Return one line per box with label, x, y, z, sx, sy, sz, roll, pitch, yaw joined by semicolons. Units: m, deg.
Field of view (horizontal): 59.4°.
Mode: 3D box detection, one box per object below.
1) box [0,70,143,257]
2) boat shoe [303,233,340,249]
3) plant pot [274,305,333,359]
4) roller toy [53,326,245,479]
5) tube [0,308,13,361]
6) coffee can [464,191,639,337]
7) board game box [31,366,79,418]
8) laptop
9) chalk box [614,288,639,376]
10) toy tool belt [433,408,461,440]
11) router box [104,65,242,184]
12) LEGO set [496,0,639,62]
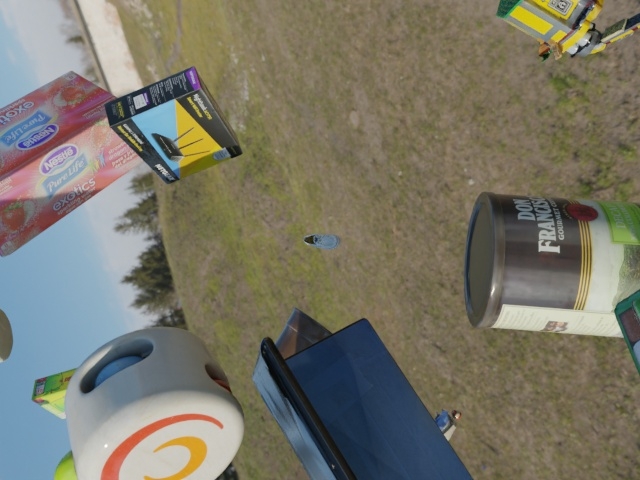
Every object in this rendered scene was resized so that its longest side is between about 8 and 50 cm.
box;-0.473;-0.136;0.946;0.154;0.300;0.142;31;146;22
boat shoe;0.000;0.000;1.267;0.100;0.035;0.035;7;88;47
plant pot;-0.042;0.259;1.226;0.167;0.165;0.167;36;169;8
roller toy;-0.198;0.208;0.679;0.146;0.209;0.191;47;118;47
tube;-0.462;0.124;0.594;0.070;0.240;0.062;92;165;-53
coffee can;0.367;0.037;0.819;0.201;0.275;0.201;4;-90;-86
board game box;-0.421;0.270;1.037;0.092;0.181;0.043;66;-171;-48
laptop;0.110;0.266;0.701;0.382;0.236;0.408;56;162;13
chalk box;0.424;0.105;0.520;0.179;0.289;0.180;126;149;-46
toy tool belt;0.265;0.389;1.208;0.051;0.083;0.052;42;153;-4
router box;-0.205;-0.159;0.814;0.179;0.133;0.046;61;-173;-68
LEGO set;0.313;-0.275;0.430;0.331;0.192;0.255;-49;20;57
